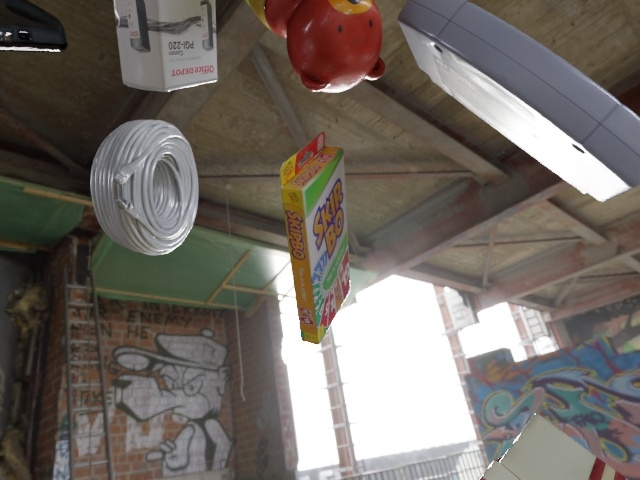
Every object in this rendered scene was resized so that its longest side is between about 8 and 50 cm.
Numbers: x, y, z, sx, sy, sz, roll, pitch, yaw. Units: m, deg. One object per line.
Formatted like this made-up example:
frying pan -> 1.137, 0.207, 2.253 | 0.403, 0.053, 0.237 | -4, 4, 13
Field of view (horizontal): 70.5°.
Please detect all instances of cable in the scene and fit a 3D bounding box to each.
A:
cable -> -0.323, -0.098, 0.867 | 0.089, 0.257, 0.257 | 3, -40, 10

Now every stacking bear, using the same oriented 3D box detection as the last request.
stacking bear -> -0.018, -0.310, 0.525 | 0.175, 0.289, 0.164 | -17, -11, -27

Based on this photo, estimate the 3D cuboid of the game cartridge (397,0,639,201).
game cartridge -> 0.220, -0.158, 0.501 | 0.060, 0.294, 0.196 | -51, -17, 17

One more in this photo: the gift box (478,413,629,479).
gift box -> 0.216, 0.366, 0.474 | 0.258, 0.276, 0.255 | 0, -65, -54

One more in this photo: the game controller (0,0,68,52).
game controller -> -0.393, -0.228, 0.432 | 0.166, 0.319, 0.067 | 32, -69, -9

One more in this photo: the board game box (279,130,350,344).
board game box -> 0.000, 0.000, 0.592 | 0.039, 0.124, 0.259 | 8, -55, 23

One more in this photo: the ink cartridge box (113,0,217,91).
ink cartridge box -> -0.248, -0.367, 0.738 | 0.092, 0.158, 0.218 | 15, -61, 16
